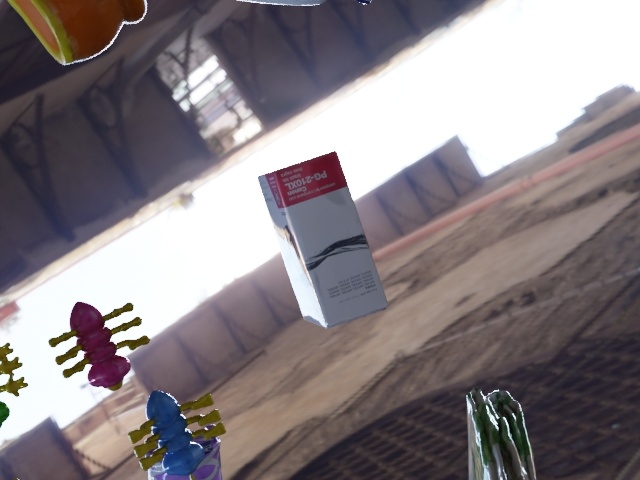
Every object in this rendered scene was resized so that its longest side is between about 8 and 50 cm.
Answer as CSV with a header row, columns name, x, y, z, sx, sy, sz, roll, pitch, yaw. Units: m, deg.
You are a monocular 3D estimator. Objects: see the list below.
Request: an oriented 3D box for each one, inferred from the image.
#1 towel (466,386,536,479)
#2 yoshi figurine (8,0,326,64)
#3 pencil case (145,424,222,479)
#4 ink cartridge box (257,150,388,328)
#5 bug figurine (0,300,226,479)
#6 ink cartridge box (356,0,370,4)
name,x,y,z,sx,sy,sz,roll,pitch,yaw
towel,0.124,0.253,0.702,0.038,0.325,0.247,-1,-78,2
yoshi figurine,-0.028,-0.261,0.583,0.362,0.203,0.203,-32,-53,-10
pencil case,-0.134,0.303,1.238,0.088,0.086,0.206,-20,-70,-44
ink cartridge box,0.000,0.000,1.665,0.100,0.172,0.237,-19,-86,-11
bug figurine,-0.241,0.175,1.066,0.279,0.072,0.216,-20,-83,-18
ink cartridge box,0.002,-0.506,1.494,0.324,0.330,0.071,11,-148,-34
